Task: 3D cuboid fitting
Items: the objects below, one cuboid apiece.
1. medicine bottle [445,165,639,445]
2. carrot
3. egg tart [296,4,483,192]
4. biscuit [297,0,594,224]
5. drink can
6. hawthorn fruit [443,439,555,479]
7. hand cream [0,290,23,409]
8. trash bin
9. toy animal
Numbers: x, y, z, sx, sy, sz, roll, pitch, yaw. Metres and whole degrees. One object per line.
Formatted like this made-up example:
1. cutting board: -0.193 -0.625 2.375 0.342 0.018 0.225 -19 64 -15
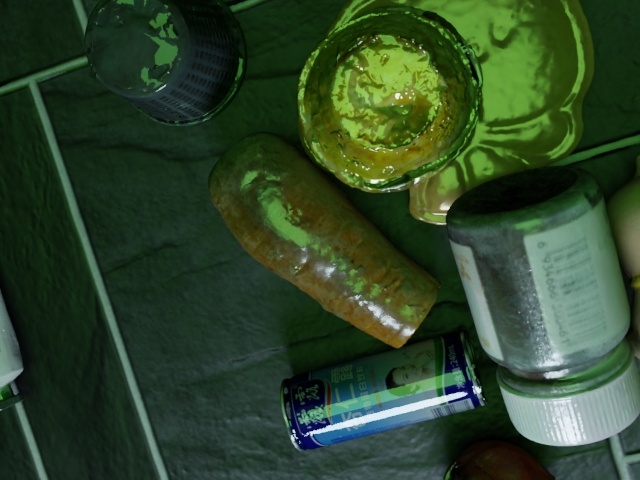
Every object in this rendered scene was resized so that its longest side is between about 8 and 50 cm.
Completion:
1. medicine bottle: 0.247 0.070 0.867 0.165 0.165 0.273 -15 108 11
2. carrot: 0.000 0.000 0.936 0.302 0.139 0.138 38 102 3
3. egg tart: 0.074 -0.155 0.870 0.213 0.090 0.212 1 98 6
4. biscuit: 0.147 -0.182 0.926 0.312 0.057 0.351 46 102 2
5. drink can: 0.076 0.183 0.964 0.235 0.097 0.097 -17 94 12
6. hawthorn fruit: 0.221 0.320 0.938 0.172 0.148 0.148 31 101 -4
7. hand cream: -0.482 0.068 1.063 0.121 0.076 0.335 -23 87 6
8. trash bin: -0.188 -0.224 0.922 0.176 0.161 0.175 1 96 9
9. toy animal: 0.391 0.023 0.863 0.149 0.165 0.247 -10 89 16
